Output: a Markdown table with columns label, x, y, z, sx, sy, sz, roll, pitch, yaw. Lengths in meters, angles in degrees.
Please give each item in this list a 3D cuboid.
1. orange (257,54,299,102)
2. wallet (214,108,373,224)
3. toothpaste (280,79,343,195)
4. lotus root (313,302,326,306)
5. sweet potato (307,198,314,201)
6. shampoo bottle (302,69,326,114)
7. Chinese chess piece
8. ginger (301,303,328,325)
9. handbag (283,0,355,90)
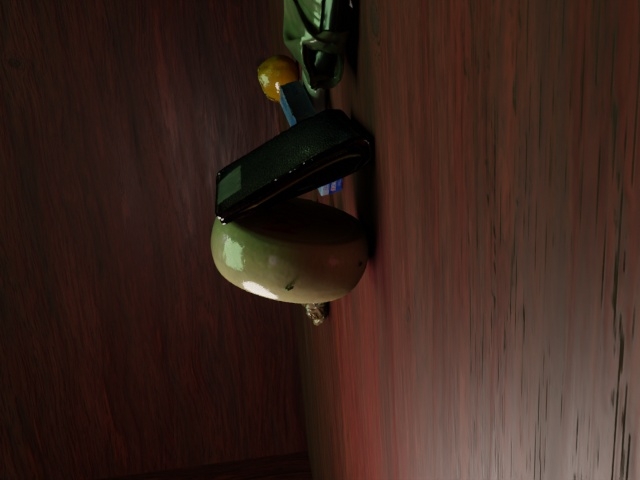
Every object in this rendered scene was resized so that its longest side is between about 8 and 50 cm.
| label | x | y | z | sx | sy | sz | roll | pitch | yaw |
| --- | --- | --- | --- | --- | --- | --- | --- | --- | --- |
| orange | -0.136 | -0.521 | 2.099 | 0.155 | 0.134 | 0.154 | -178 | 90 | -85 |
| wallet | -0.051 | -0.122 | 1.076 | 0.221 | 0.262 | 0.071 | -110 | -5 | -64 |
| toothpaste | -0.021 | -0.224 | 1.395 | 0.066 | 0.053 | 0.272 | 90 | 159 | -61 |
| lotus root | -0.003 | 0.068 | 1.424 | 0.120 | 0.120 | 0.209 | -103 | 13 | -51 |
| sweet potato | -0.035 | -0.083 | 1.947 | 0.068 | 0.060 | 0.206 | -59 | -3 | -11 |
| shampoo bottle | -0.015 | -0.297 | 1.509 | 0.221 | 0.051 | 0.108 | 92 | 166 | -50 |
| Chinese chess piece | -0.050 | 0.007 | 1.104 | 0.273 | 0.273 | 0.102 | -109 | 28 | -66 |
| ginger | -0.014 | 0.173 | 1.958 | 0.290 | 0.084 | 0.122 | -101 | 29 | -72 |
| handbag | -0.011 | -0.420 | 1.067 | 0.253 | 0.109 | 0.316 | -108 | 18 | -48 |
